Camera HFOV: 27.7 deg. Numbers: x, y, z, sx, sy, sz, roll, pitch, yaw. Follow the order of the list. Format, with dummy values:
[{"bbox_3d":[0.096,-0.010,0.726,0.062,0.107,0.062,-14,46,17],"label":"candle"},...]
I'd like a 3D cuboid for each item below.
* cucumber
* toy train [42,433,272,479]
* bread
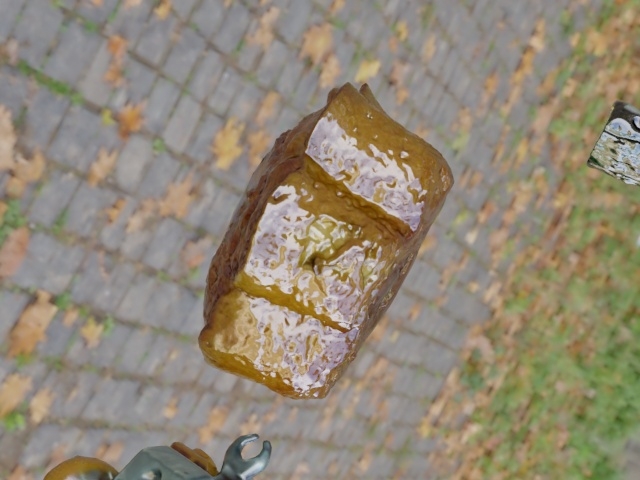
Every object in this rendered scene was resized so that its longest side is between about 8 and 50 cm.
[{"bbox_3d":[0.274,-0.044,0.876,0.058,0.187,0.058,16,90,-89],"label":"cucumber"},{"bbox_3d":[-0.148,0.307,0.983,0.369,0.163,0.232,-46,122,-17],"label":"toy train"},{"bbox_3d":[-0.005,0.006,0.968,0.247,0.135,0.232,-61,172,10],"label":"bread"}]
